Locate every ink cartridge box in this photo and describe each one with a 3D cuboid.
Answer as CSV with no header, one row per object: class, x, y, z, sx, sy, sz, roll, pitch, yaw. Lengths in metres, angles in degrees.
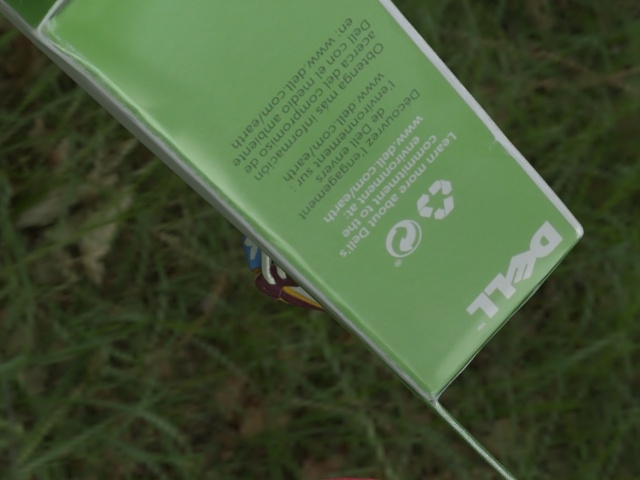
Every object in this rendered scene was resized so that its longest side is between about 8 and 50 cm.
ink cartridge box,-0.004,-0.028,0.478,0.062,0.109,0.209,-47,127,-2

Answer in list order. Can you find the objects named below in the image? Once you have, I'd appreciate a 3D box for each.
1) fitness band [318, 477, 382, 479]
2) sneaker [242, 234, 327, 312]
fitness band,0.055,0.263,1.156,0.290,0.054,0.209,21,85,-26
sneaker,0.000,0.000,0.797,0.185,0.083,0.070,47,44,-69
